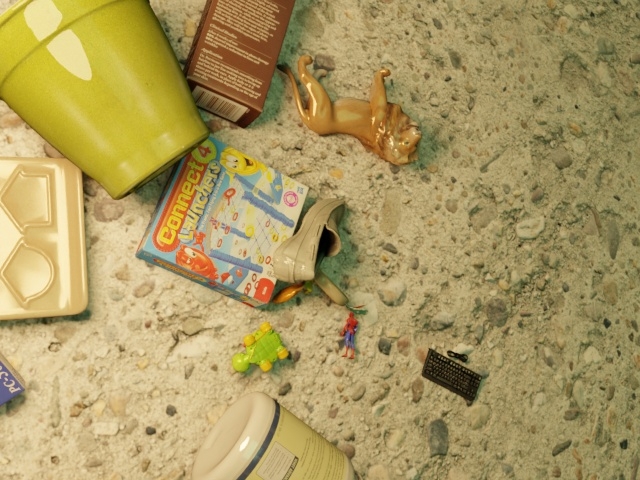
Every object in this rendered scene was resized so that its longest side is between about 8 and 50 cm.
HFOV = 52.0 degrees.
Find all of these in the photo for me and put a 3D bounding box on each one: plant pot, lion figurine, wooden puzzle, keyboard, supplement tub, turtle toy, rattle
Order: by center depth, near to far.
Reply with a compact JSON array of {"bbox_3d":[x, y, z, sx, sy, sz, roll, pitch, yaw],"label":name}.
[{"bbox_3d":[-0.643,-0.003,1.277,0.347,0.080,0.322,-3,80,-23],"label":"wooden puzzle"},{"bbox_3d":[-0.411,-0.284,1.292,0.366,0.366,0.353,-41,102,-27],"label":"plant pot"},{"bbox_3d":[-0.077,0.496,1.366,0.325,0.235,0.235,41,65,-14],"label":"supplement tub"},{"bbox_3d":[-0.142,0.249,1.480,0.130,0.066,0.095,-34,96,-28],"label":"turtle toy"},{"bbox_3d":[0.008,0.155,1.576,0.143,0.130,0.200,-53,131,-14],"label":"rattle"},{"bbox_3d":[0.074,-0.324,1.687,0.392,0.142,0.240,4,85,-12],"label":"lion figurine"},{"bbox_3d":[0.353,0.342,1.737,0.180,0.023,0.108,30,68,-20],"label":"keyboard"}]

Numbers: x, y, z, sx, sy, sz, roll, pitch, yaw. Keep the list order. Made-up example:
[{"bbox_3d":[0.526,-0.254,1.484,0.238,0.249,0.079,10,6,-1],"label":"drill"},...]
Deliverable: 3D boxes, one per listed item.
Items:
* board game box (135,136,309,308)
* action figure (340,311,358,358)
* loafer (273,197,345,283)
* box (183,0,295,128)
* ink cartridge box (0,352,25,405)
[{"bbox_3d":[-0.215,-0.046,1.492,0.302,0.086,0.308,26,69,-21],"label":"board game box"},{"bbox_3d":[0.071,0.232,1.613,0.038,0.030,0.115,20,66,-28],"label":"action figure"},{"bbox_3d":[0.000,0.000,1.528,0.319,0.111,0.112,-54,149,-49],"label":"loafer"},{"bbox_3d":[-0.196,-0.484,1.565,0.191,0.143,0.381,22,72,-21],"label":"box"},{"bbox_3d":[-0.644,0.219,1.199,0.097,0.046,0.207,-35,114,-13],"label":"ink cartridge box"}]
